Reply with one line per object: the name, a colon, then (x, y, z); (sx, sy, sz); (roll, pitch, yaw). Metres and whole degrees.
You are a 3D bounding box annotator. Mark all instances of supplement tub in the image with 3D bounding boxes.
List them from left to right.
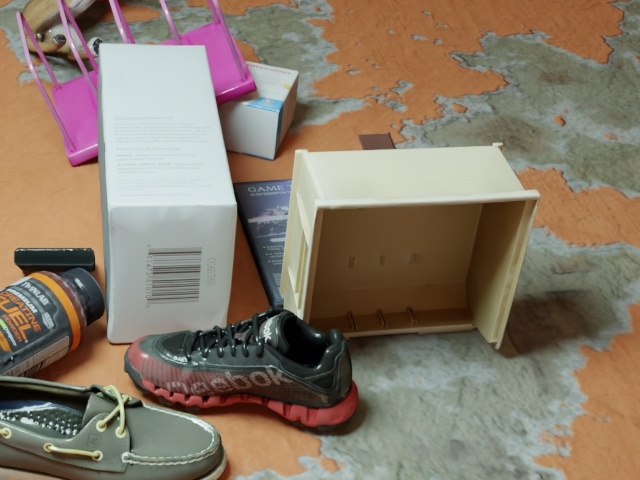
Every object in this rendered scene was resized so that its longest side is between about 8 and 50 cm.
supplement tub: (-0.345, 0.102, 1.483); (0.106, 0.106, 0.198); (30, 42, 28)

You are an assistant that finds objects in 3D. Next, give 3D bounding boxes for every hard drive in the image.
hard drive: (-0.327, 0.024, 1.591); (0.094, 0.022, 0.135); (1, -5, -9)

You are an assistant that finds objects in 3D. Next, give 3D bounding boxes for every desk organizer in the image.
desk organizer: (0.090, -0.106, 1.892); (0.050, 0.047, 0.130); (-3, 37, -10)

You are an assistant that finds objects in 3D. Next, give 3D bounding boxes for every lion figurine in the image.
lion figurine: (-0.408, -0.412, 2.136); (0.240, 0.142, 0.392); (-6, 33, 34)

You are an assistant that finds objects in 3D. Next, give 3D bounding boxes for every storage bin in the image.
storage bin: (0.094, 0.021, 1.538); (0.262, 0.260, 0.123); (-4, 39, -14)

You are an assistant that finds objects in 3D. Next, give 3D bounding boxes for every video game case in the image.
video game case: (0.000, 0.000, 1.751); (0.196, 0.026, 0.274); (-4, 37, -15)

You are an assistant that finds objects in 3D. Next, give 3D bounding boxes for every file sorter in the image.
file sorter: (-0.276, -0.283, 1.873); (0.290, 0.182, 0.202); (-23, 41, -2)

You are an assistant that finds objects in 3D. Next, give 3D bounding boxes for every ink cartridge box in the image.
ink cartridge box: (-0.091, -0.203, 1.954); (0.092, 0.090, 0.143); (13, 37, 8)

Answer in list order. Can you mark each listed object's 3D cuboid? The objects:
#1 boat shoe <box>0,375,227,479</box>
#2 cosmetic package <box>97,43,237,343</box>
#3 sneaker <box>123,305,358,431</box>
boat shoe: (-0.251, 0.204, 1.372); (0.304, 0.091, 0.109); (6, 37, -2)
cosmetic package: (-0.207, -0.073, 1.656); (0.156, 0.217, 0.385); (-2, 36, -12)
sneaker: (-0.089, 0.131, 1.466); (0.276, 0.135, 0.098); (9, 38, 4)
